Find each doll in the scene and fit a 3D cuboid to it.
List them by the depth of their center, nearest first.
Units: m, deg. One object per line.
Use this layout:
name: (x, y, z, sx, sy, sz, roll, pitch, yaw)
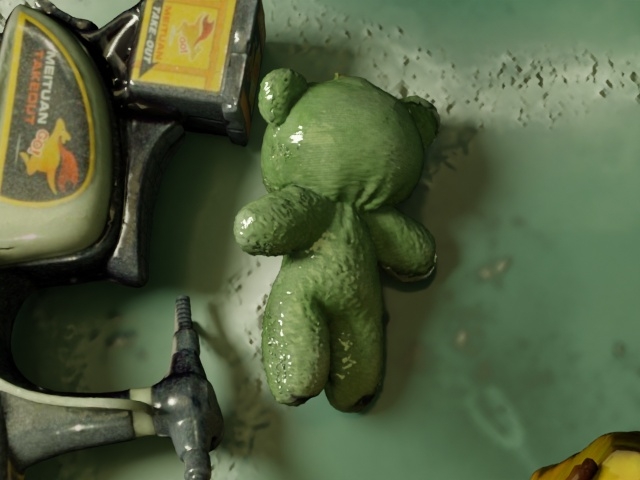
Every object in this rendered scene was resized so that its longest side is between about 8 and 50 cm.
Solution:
doll: (0.000, 0.000, 0.639, 0.115, 0.077, 0.150, 12, 80, -38)

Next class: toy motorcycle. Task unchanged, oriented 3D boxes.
toy motorcycle: (-0.111, 0.012, 0.638, 0.157, 0.091, 0.263, 6, 77, 3)

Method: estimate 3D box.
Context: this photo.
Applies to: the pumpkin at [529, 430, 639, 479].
pumpkin: (0.067, 0.175, 0.555, 0.280, 0.139, 0.190, -4, 80, 1)
